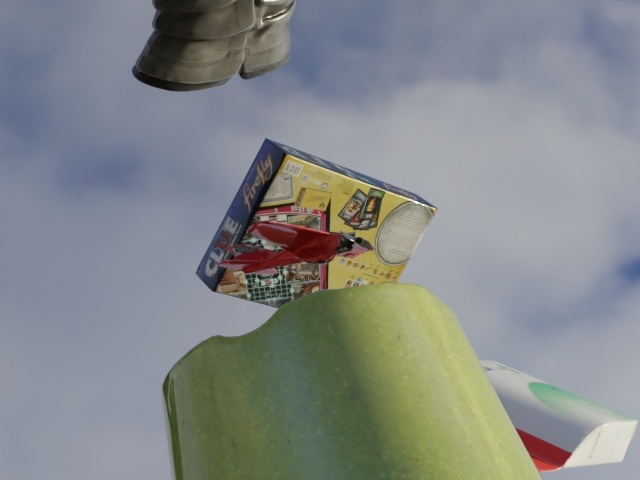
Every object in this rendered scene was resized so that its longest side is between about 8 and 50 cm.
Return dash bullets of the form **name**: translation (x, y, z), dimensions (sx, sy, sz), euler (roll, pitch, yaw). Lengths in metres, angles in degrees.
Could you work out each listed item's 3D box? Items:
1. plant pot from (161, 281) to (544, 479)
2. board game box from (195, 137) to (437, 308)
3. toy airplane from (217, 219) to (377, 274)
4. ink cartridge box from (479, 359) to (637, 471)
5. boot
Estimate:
- **plant pot**: translation (0.027, 0.172, 0.777), dimensions (0.276, 0.254, 0.276), euler (-16, -22, -6)
- **board game box**: translation (0.000, 0.000, 1.494), dimensions (0.243, 0.042, 0.165), euler (18, -75, -44)
- **toy airplane**: translation (-0.025, 0.010, 1.172), dimensions (0.151, 0.028, 0.151), euler (1, -11, 0)
- **ink cartridge box**: translation (0.185, 0.169, 1.371), dimensions (0.181, 0.056, 0.225), euler (22, 6, 35)
- **boot**: translation (-0.125, -0.224, 1.164), dimensions (0.338, 0.118, 0.222), euler (-7, -52, -40)
